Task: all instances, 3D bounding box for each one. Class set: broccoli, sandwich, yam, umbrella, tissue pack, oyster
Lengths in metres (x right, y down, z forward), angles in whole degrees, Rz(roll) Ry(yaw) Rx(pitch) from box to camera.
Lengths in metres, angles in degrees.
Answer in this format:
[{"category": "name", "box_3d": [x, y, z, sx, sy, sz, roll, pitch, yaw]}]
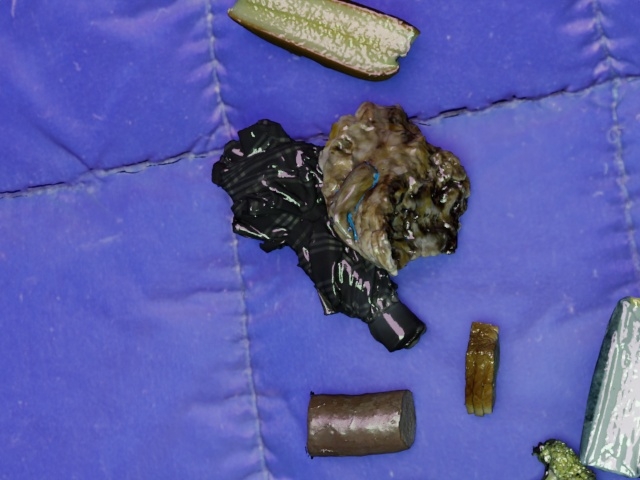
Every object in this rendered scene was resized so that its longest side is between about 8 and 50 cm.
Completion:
[{"category": "broccoli", "box_3d": [0.279, 0.288, 1.686, 0.092, 0.095, 0.097, -15, 107, -2]}, {"category": "sandwich", "box_3d": [0.007, -0.270, 1.838, 0.244, 0.088, 0.090, 22, 94, 11]}, {"category": "sandwich", "box_3d": [0.195, 0.155, 1.733, 0.036, 0.093, 0.104, 4, 114, 12]}, {"category": "yam", "box_3d": [0.047, 0.222, 1.747, 0.127, 0.084, 0.084, -5, 80, 14]}, {"category": "umbrella", "box_3d": [-0.011, 0.005, 1.775, 0.154, 0.128, 0.336, -29, 79, 3]}, {"category": "tissue pack", "box_3d": [0.345, 0.168, 1.601, 0.081, 0.257, 0.185, 14, 85, 15]}, {"category": "oyster", "box_3d": [0.089, -0.074, 1.743, 0.214, 0.083, 0.223, -25, 74, -38]}]
